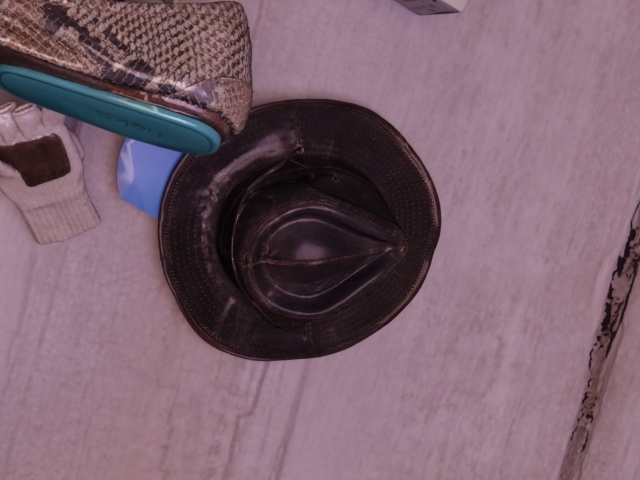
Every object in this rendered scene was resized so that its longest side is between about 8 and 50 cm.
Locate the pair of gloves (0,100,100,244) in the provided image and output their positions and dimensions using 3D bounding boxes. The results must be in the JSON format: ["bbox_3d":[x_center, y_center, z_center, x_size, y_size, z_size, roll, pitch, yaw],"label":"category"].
[{"bbox_3d":[-0.349,-0.045,1.136,0.240,0.042,0.204,-15,138,-12],"label":"pair of gloves"}]

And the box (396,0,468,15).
[{"bbox_3d":[0.121,-0.376,1.217,0.149,0.127,0.232,27,91,-17],"label":"box"}]

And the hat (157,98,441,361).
[{"bbox_3d":[0.000,0.000,1.229,0.332,0.134,0.331,-4,102,-20],"label":"hat"}]

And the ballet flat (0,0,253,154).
[{"bbox_3d":[-0.293,-0.200,0.997,0.483,0.164,0.181,9,78,-12],"label":"ballet flat"}]

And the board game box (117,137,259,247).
[{"bbox_3d":[-0.140,-0.078,1.246,0.169,0.033,0.133,32,89,-25],"label":"board game box"}]
